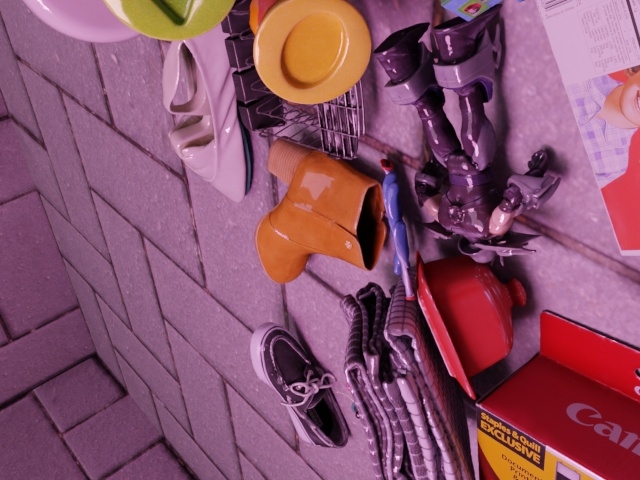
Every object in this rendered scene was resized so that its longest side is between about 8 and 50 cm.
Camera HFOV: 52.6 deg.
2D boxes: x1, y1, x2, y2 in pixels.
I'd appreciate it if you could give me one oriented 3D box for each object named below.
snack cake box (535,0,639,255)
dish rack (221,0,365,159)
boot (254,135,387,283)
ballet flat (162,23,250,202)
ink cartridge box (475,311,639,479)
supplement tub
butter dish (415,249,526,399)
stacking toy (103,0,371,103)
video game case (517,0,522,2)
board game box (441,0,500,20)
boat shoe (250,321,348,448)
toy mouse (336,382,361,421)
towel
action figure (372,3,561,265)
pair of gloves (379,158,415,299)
[{"bbox_3d":[0.278,-0.124,0.489,0.152,0.089,0.264,-6,111,55],"label":"snack cake box"},{"bbox_3d":[-0.032,-0.225,0.885,0.272,0.074,0.208,24,135,43],"label":"dish rack"},{"bbox_3d":[0.001,-0.001,0.992,0.211,0.104,0.295,36,139,34],"label":"boot"},{"bbox_3d":[-0.198,-0.214,1.077,0.139,0.139,0.400,41,145,30],"label":"ballet flat"},{"bbox_3d":[0.330,0.263,0.701,0.309,0.130,0.271,24,134,46],"label":"ink cartridge box"},{"bbox_3d":[-0.372,-0.449,1.000,0.331,0.241,0.241,41,147,52],"label":"supplement tub"},{"bbox_3d":[0.189,0.080,0.780,0.160,0.118,0.159,-65,-49,-76],"label":"butter dish"},{"bbox_3d":[-0.056,-0.312,0.615,0.130,0.280,0.309,-102,30,-46],"label":"stacking toy"},{"bbox_3d":[0.153,-0.316,0.585,0.166,0.015,0.119,50,147,18],"label":"video game case"},{"bbox_3d":[0.174,-0.278,0.461,0.211,0.039,0.160,-18,64,52],"label":"board game box"},{"bbox_3d":[-0.033,0.296,1.288,0.105,0.113,0.306,1,119,49],"label":"boat shoe"},{"bbox_3d":[0.083,0.290,1.186,0.143,0.031,0.161,4,118,55],"label":"toy mouse"},{"bbox_3d":[0.112,0.205,0.859,0.121,0.235,0.283,-18,105,14],"label":"towel"},{"bbox_3d":[0.159,-0.092,0.695,0.185,0.099,0.285,7,125,46],"label":"action figure"},{"bbox_3d":[0.094,-0.016,0.810,0.198,0.023,0.159,-78,-22,-73],"label":"pair of gloves"}]
